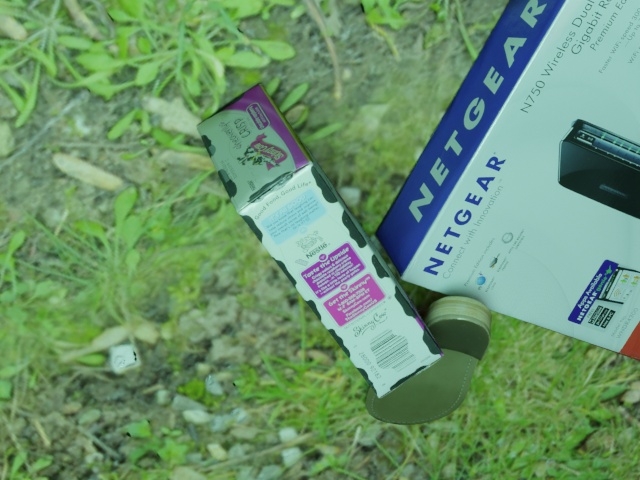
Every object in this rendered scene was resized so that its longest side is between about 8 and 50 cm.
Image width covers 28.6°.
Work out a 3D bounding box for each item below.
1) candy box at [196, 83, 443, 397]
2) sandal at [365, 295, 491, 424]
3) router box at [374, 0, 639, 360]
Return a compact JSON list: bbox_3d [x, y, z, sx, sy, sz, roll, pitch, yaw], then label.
[{"bbox_3d":[0.000,0.000,1.050,0.071,0.159,0.233,-35,125,3],"label":"candy box"},{"bbox_3d":[0.108,0.096,1.187,0.088,0.079,0.240,15,148,-6],"label":"sandal"},{"bbox_3d":[0.260,-0.076,1.131,0.301,0.082,0.335,18,113,-26],"label":"router box"}]
